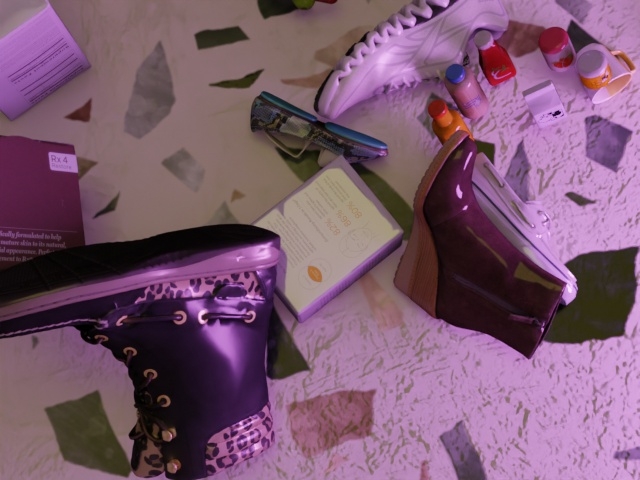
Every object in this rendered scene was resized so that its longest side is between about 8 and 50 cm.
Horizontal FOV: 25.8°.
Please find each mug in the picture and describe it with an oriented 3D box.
[{"bbox_3d":[0.366,-0.221,1.822,0.062,0.078,0.064,-42,69,27],"label":"mug"}]

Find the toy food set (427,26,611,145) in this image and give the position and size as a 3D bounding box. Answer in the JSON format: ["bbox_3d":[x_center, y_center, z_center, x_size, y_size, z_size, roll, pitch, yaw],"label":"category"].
[{"bbox_3d":[0.242,-0.206,1.766,0.232,0.104,0.111,-23,59,13],"label":"toy food set"}]

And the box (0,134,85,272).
[{"bbox_3d":[-0.416,-0.021,1.705,0.203,0.168,0.167,-17,75,41],"label":"box"}]

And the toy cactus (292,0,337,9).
[{"bbox_3d":[-0.077,-0.392,1.851,0.180,0.112,0.219,-20,88,8],"label":"toy cactus"}]

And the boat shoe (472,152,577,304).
[{"bbox_3d":[0.255,-0.021,1.767,0.076,0.083,0.226,-42,80,-5],"label":"boat shoe"}]

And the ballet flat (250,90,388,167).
[{"bbox_3d":[-0.006,-0.131,1.816,0.188,0.070,0.070,25,81,8],"label":"ballet flat"}]

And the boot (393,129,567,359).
[{"bbox_3d":[0.211,0.005,1.710,0.207,0.090,0.248,26,122,18],"label":"boot"}]

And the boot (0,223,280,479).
[{"bbox_3d":[-0.213,0.144,1.639,0.377,0.138,0.284,-13,110,-29],"label":"boot"}]

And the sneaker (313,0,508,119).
[{"bbox_3d":[0.119,-0.241,1.804,0.292,0.110,0.118,-39,93,-9],"label":"sneaker"}]

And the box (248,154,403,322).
[{"bbox_3d":[0.000,0.000,1.768,0.170,0.091,0.130,-37,81,-5],"label":"box"}]

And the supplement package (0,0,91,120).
[{"bbox_3d":[-0.401,-0.269,1.756,0.134,0.244,0.139,-35,81,-4],"label":"supplement package"}]
